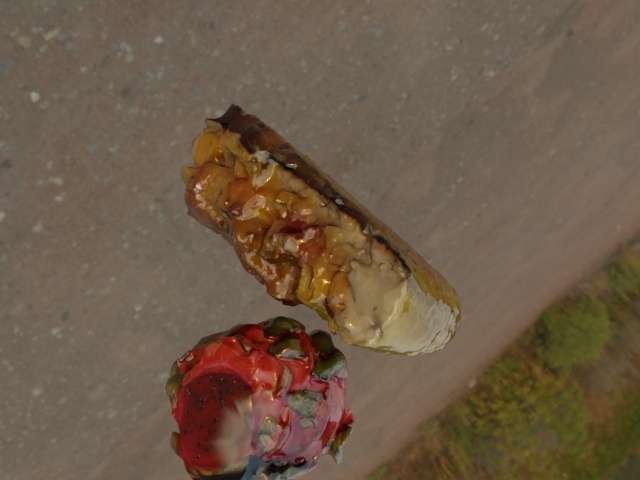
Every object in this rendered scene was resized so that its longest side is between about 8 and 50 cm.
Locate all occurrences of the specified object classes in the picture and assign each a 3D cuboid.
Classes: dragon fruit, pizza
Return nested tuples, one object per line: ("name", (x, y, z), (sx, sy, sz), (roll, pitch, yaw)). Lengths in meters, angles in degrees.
("dragon fruit", (-0.048, 0.146, 0.714), (0.167, 0.160, 0.172), (-56, 153, 12))
("pizza", (0.000, 0.000, 0.722), (0.114, 0.277, 0.409), (-55, -163, 1))
